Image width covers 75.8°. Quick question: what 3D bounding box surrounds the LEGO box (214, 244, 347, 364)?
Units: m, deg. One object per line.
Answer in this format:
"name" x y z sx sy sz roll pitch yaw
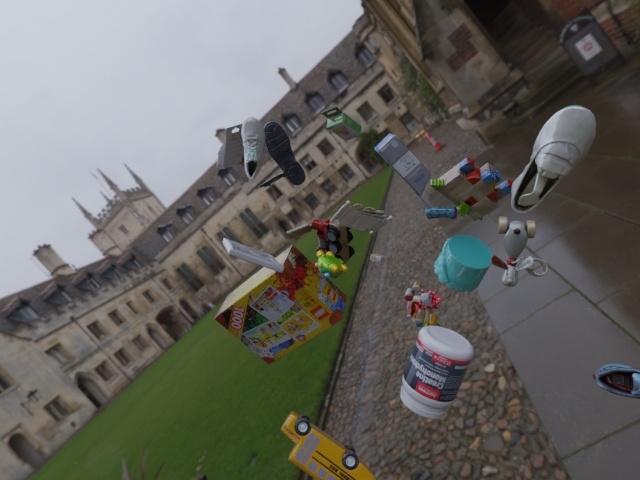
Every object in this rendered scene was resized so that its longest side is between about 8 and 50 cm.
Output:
"LEGO box" -0.188 0.316 1.953 0.500 0.372 0.193 -38 17 28

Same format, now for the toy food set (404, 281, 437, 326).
"toy food set" 0.455 0.314 1.902 0.111 0.232 0.104 -12 26 30

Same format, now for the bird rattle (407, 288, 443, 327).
"bird rattle" 0.526 0.368 2.141 0.143 0.253 0.207 -23 18 -30

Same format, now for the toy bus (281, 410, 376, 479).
"toy bus" 0.016 0.688 1.310 0.130 0.333 0.108 -56 -7 -13

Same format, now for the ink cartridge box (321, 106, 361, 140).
"ink cartridge box" 0.107 -0.604 2.143 0.109 0.209 0.062 -7 68 42

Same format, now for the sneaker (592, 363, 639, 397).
"sneaker" 0.852 0.380 1.057 0.125 0.103 0.262 11 -15 -39

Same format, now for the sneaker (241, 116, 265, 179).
"sneaker" -0.229 -0.307 1.398 0.094 0.080 0.212 -94 5 -56

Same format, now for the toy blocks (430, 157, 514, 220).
"toy blocks" 0.787 -0.272 2.072 0.261 0.382 0.190 -41 23 41

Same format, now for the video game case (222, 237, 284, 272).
"video game case" -0.191 0.040 1.150 0.019 0.158 0.143 -67 23 4

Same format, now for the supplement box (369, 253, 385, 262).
"supplement box" 0.324 0.100 2.332 0.098 0.062 0.036 -1 -73 -67

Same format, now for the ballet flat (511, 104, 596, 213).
"ballet flat" 0.654 -0.202 1.183 0.139 0.139 0.400 -41 -22 -16

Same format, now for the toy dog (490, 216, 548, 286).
"toy dog" 0.879 0.049 1.852 0.220 0.333 0.161 -17 2 25

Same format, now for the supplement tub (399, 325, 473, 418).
"supplement tub" 0.400 0.455 1.439 0.191 0.191 0.271 -58 -16 -75

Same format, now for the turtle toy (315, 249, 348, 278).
"turtle toy" 0.036 0.084 1.304 0.130 0.095 0.066 8 -60 -53

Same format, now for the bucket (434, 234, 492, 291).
"bucket" 0.755 0.114 2.175 0.281 0.281 0.183 -44 -23 -41

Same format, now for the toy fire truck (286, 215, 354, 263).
"toy fire truck" 0.000 0.000 1.806 0.247 0.216 0.158 18 42 34

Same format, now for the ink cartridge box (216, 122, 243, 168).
"ink cartridge box" -0.388 -0.410 1.773 0.145 0.045 0.179 -47 -30 -57

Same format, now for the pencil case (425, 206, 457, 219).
"pencil case" 0.622 -0.140 2.119 0.152 0.070 0.064 0 -15 26

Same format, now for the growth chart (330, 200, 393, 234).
"growth chart" 0.160 -0.085 1.580 0.172 0.238 0.021 -38 47 47

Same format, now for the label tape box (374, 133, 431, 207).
"label tape box" 0.394 -0.317 1.827 0.106 0.334 0.240 -43 10 14

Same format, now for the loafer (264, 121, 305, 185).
"loafer" -0.171 -0.385 1.841 0.109 0.302 0.095 -31 21 -7

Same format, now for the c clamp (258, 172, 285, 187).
"c clamp" -0.220 -0.281 1.916 0.161 0.022 0.137 -23 2 38
